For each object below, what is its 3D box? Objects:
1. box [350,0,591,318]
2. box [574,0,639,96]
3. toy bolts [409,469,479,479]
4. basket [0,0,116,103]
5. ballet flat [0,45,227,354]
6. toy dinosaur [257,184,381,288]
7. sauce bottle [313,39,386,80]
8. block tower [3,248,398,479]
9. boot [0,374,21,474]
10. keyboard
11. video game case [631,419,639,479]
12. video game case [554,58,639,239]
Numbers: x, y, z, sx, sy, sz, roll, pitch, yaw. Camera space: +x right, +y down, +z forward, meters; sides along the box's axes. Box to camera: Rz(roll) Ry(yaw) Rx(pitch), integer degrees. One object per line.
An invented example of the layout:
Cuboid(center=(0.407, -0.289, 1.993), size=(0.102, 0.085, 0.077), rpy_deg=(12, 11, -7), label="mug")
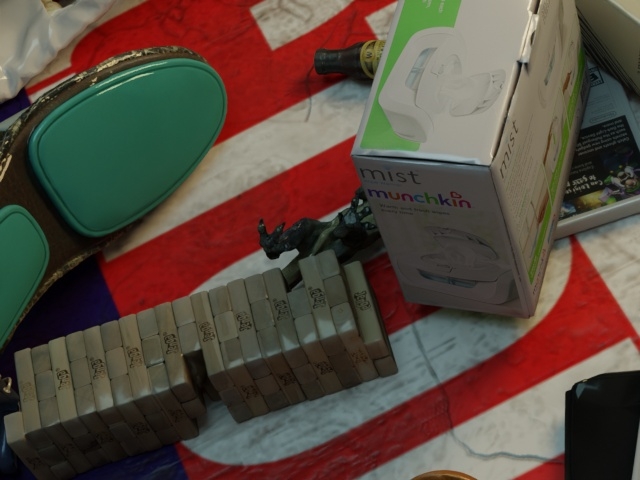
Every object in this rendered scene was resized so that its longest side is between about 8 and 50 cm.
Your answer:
Cuboid(center=(0.139, -0.106, 1.582), size=(0.126, 0.231, 0.262), rpy_deg=(6, 60, 21), label="box")
Cuboid(center=(0.266, -0.233, 1.701), size=(0.094, 0.113, 0.275), rpy_deg=(-39, 62, -16), label="box")
Cuboid(center=(0.030, 0.279, 1.479), size=(0.228, 0.158, 0.218), rpy_deg=(8, 100, 12), label="toy bolts")
Cuboid(center=(-0.356, -0.381, 1.864), size=(0.328, 0.331, 0.266), rpy_deg=(-43, 51, 7), label="basket")
Cuboid(center=(-0.288, -0.026, 1.718), size=(0.182, 0.164, 0.483), rpy_deg=(3, 42, 41), label="ballet flat")
Cuboid(center=(0.000, 0.000, 1.661), size=(0.268, 0.118, 0.064), rpy_deg=(-33, 76, -4), label="toy dinosaur")
Cuboid(center=(0.057, -0.174, 1.801), size=(0.128, 0.042, 0.042), rpy_deg=(-1, 57, 18), label="sauce bottle")
Cuboid(center=(-0.110, 0.110, 1.634), size=(0.335, 0.091, 0.097), rpy_deg=(-19, 53, 5), label="block tower")
Cuboid(center=(-0.316, 0.136, 1.709), size=(0.086, 0.069, 0.190), rpy_deg=(-4, 58, 0), label="boot")
Cuboid(center=(0.292, 0.239, 1.452), size=(0.201, 0.033, 0.317), rpy_deg=(-6, 57, 16), label="keyboard")
Cuboid(center=(0.340, 0.163, 1.454), size=(0.183, 0.023, 0.201), rpy_deg=(2, 59, 20), label="video game case")
Cuboid(center=(0.200, -0.074, 1.699), size=(0.190, 0.022, 0.173), rpy_deg=(-18, 53, 5), label="video game case")
